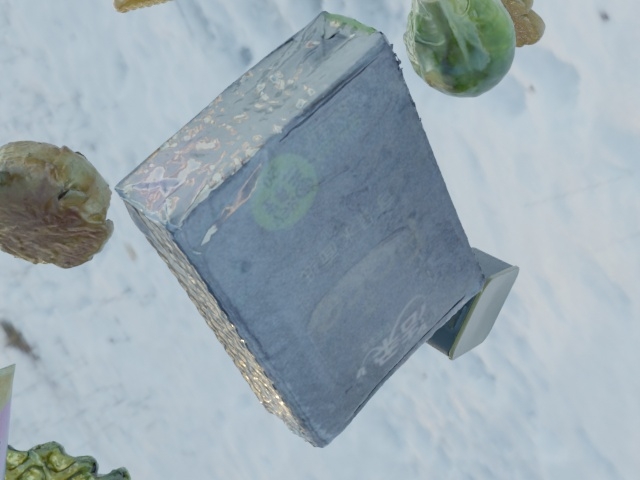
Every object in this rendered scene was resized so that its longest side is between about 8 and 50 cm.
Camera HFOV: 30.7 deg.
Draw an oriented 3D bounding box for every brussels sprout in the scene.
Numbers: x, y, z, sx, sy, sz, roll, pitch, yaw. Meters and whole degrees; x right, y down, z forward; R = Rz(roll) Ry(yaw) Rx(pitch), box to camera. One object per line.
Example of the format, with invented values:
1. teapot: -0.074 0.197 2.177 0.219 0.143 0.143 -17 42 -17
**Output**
1. brussels sprout: 0.202 -0.297 1.691 0.161 0.144 0.180 36 155 42

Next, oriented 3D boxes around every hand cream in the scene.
1. hand cream: -0.305 0.194 1.030 0.047 0.076 0.174 26 118 32

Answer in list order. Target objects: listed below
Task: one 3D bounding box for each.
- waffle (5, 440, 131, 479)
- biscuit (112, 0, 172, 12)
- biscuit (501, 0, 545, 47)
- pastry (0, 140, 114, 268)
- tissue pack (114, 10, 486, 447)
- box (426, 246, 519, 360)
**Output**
1. waffle: -0.289 0.310 1.177 0.054 0.204 0.223 97 178 -61
2. biscuit: -0.297 -0.504 1.891 0.160 0.030 0.249 -5 97 30
3. biscuit: 0.299 -0.393 1.957 0.166 0.036 0.225 12 164 47
4. pastry: -0.408 -0.052 1.675 0.218 0.229 0.100 117 163 -48
5. tissue pack: 0.000 0.000 1.211 0.124 0.288 0.394 35 161 42
6. box: 0.220 0.092 1.809 0.090 0.201 0.144 28 107 19
